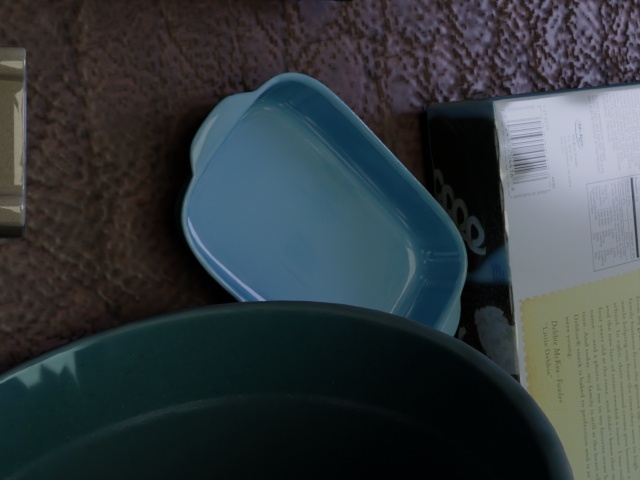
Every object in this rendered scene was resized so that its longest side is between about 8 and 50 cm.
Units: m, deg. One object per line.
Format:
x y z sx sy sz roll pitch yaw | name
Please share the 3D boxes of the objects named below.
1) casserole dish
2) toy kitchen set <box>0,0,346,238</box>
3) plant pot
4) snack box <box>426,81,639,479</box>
0.000 0.000 0.529 0.188 0.037 0.114 43 68 -28 | casserole dish
-0.067 -0.084 0.456 0.207 0.122 0.166 0 92 -14 | toy kitchen set
-0.031 0.201 0.392 0.272 0.272 0.255 -29 121 -30 | plant pot
0.166 0.068 0.629 0.187 0.060 0.322 -11 97 -35 | snack box
